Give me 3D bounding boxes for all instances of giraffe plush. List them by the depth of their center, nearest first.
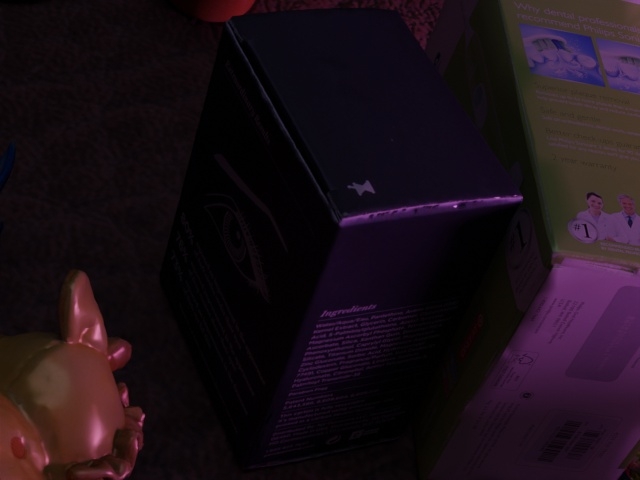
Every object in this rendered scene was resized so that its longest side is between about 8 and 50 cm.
[{"bbox_3d":[-0.160,0.097,0.628,0.210,0.181,0.170,34,37,0],"label":"giraffe plush"}]

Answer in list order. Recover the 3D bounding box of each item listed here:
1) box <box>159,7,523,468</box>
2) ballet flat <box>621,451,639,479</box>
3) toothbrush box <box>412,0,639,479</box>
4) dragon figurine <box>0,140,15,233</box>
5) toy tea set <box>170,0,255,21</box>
[{"bbox_3d":[0.000,0.000,0.740,0.108,0.207,0.153,-7,51,-27],"label":"box"},{"bbox_3d":[0.290,0.144,0.811,0.241,0.077,0.091,24,45,2],"label":"ballet flat"},{"bbox_3d":[0.130,-0.020,0.812,0.122,0.206,0.283,8,45,-14],"label":"toothbrush box"},{"bbox_3d":[-0.222,-0.021,0.759,0.144,0.085,0.289,29,49,4],"label":"dragon figurine"},{"bbox_3d":[-0.165,-0.275,0.985,0.336,0.124,0.200,3,55,-18],"label":"toy tea set"}]
